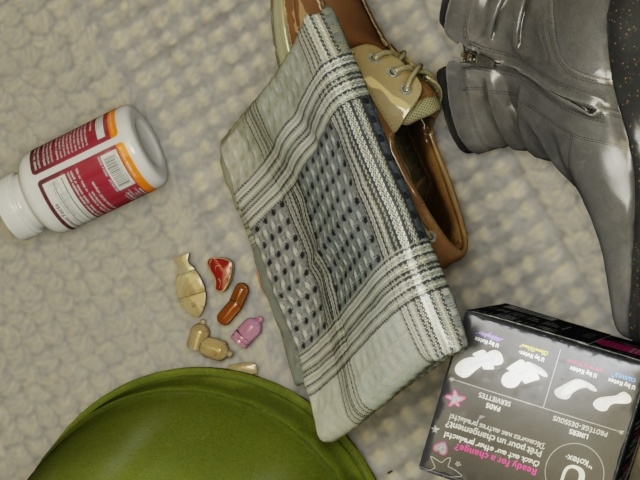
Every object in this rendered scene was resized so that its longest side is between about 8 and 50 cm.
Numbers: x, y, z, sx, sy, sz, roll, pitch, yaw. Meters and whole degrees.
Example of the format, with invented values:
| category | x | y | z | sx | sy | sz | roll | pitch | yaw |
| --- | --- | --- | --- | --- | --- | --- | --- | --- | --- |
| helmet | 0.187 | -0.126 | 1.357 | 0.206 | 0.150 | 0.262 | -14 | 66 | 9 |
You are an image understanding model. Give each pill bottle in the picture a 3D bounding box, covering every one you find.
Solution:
| category | x | y | z | sx | sy | sz | roll | pitch | yaw |
| --- | --- | --- | --- | --- | --- | --- | --- | --- | --- |
| pill bottle | -0.227 | -0.060 | 1.848 | 0.152 | 0.086 | 0.086 | -24 | 85 | 12 |

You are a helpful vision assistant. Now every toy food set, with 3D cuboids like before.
| category | x | y | z | sx | sy | sz | roll | pitch | yaw |
| --- | --- | --- | --- | --- | --- | --- | --- | --- | --- |
| toy food set | -0.093 | 0.068 | 1.851 | 0.078 | 0.019 | 0.122 | -9 | 88 | 13 |

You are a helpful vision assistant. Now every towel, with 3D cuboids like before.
| category | x | y | z | sx | sy | sz | roll | pitch | yaw |
| --- | --- | --- | --- | --- | --- | --- | --- | --- | --- |
| towel | 0.000 | 0.000 | 1.680 | 0.056 | 0.324 | 0.312 | -17 | 77 | -22 |

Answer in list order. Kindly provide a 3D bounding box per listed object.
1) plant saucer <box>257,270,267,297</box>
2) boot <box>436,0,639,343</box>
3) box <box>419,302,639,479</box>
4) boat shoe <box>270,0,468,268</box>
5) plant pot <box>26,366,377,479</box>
| category | x | y | z | sx | sy | sz | roll | pitch | yaw |
| --- | --- | --- | --- | --- | --- | --- | --- | --- | --- |
| plant saucer | -0.019 | 0.027 | 1.838 | 0.083 | 0.013 | 0.083 | 0 | 91 | 13 |
| boot | 0.219 | -0.081 | 1.732 | 0.222 | 0.118 | 0.338 | 3 | 100 | 37 |
| box | 0.193 | 0.143 | 1.670 | 0.163 | 0.247 | 0.142 | 16 | 92 | 12 |
| boat shoe | 0.055 | -0.118 | 1.759 | 0.120 | 0.122 | 0.324 | -14 | 96 | 31 |
| plant pot | -0.146 | 0.312 | 1.683 | 0.366 | 0.353 | 0.366 | 1 | 94 | 13 |
